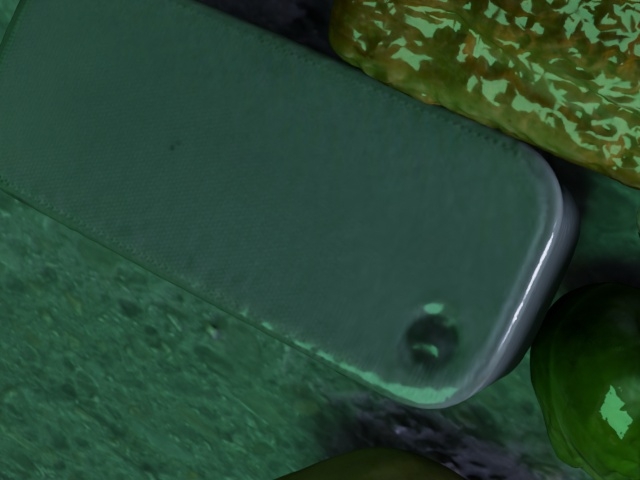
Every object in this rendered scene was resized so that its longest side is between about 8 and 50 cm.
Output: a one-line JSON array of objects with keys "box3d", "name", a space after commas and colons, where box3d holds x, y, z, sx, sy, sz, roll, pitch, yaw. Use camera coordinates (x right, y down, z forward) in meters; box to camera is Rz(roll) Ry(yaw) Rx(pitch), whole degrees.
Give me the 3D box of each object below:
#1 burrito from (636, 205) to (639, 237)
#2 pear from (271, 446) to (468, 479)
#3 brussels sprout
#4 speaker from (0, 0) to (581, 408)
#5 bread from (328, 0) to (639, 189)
[{"box3d": [0.233, -0.010, 0.853, 0.051, 0.171, 0.042, 38, 110, 17], "name": "burrito"}, {"box3d": [0.054, 0.326, 1.163, 0.309, 0.309, 0.309, 21, 134, 23], "name": "pear"}, {"box3d": [0.217, 0.103, 0.972, 0.155, 0.117, 0.155, 51, 168, 15], "name": "brussels sprout"}, {"box3d": [-0.023, -0.041, 0.956, 0.406, 0.184, 0.183, 26, 97, 19], "name": "speaker"}, {"box3d": [0.179, -0.137, 0.785, 0.344, 0.149, 0.195, 28, 127, 18], "name": "bread"}]
